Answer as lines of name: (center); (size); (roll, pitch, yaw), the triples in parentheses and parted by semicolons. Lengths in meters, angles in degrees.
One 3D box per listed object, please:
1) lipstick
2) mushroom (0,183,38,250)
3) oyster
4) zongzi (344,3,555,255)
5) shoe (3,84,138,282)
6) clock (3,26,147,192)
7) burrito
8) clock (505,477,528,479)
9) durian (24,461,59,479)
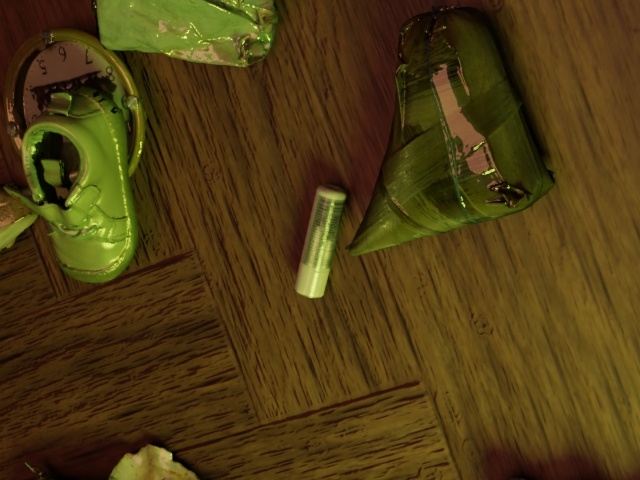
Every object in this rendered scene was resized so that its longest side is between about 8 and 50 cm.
lipstick: (0.000, 0.000, 1.719); (0.040, 0.040, 0.141); (21, 109, 22)
mushroom: (-0.484, -0.011, 1.951); (0.210, 0.072, 0.094); (-37, 73, 29)
oyster: (-0.196, 0.379, 1.857); (0.233, 0.161, 0.107); (18, 150, 24)
zongzi: (0.103, -0.125, 1.597); (0.274, 0.125, 0.251); (-18, 93, 35)
shoe: (-0.322, -0.070, 1.780); (0.140, 0.128, 0.262); (20, 114, 36)
clock: (-0.318, -0.170, 1.838); (0.237, 0.057, 0.237); (9, 110, 27)
burrito: (-0.166, -0.285, 1.700); (0.229, 0.089, 0.144); (10, 138, 6)
clock: (0.302, 0.400, 1.618); (0.248, 0.090, 0.227); (16, 107, 25)
durian: (-0.340, 0.401, 1.948); (0.220, 0.095, 0.137); (13, 106, 27)
